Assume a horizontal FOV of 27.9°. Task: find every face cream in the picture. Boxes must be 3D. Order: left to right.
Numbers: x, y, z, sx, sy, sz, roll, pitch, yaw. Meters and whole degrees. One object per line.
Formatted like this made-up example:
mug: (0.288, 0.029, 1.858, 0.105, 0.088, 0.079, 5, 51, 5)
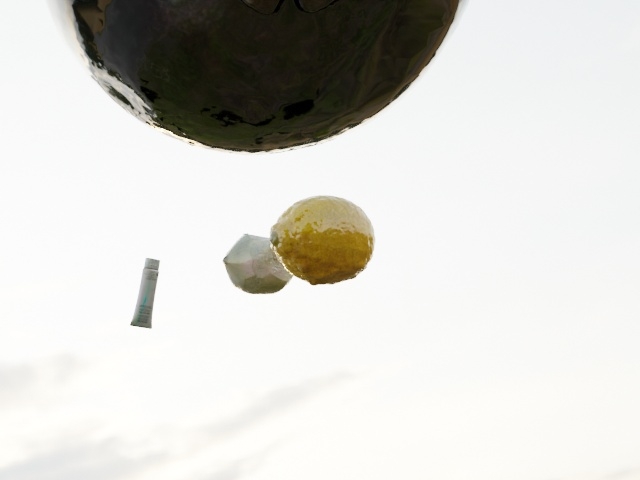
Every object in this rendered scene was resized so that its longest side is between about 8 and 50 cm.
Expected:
face cream: (-0.280, 0.085, 2.077, 0.038, 0.115, 0.020, 12, -9, -23)

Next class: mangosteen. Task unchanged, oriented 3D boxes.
mangosteen: (-0.059, -0.268, 1.145, 0.382, 0.382, 0.435, -9, 13, -9)

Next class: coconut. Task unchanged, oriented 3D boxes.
coconut: (-0.110, 0.036, 2.196, 0.124, 0.110, 0.110, 7, -30, -34)

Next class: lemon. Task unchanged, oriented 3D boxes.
lemon: (0.000, 0.000, 1.998, 0.187, 0.142, 0.142, 4, -28, -33)
